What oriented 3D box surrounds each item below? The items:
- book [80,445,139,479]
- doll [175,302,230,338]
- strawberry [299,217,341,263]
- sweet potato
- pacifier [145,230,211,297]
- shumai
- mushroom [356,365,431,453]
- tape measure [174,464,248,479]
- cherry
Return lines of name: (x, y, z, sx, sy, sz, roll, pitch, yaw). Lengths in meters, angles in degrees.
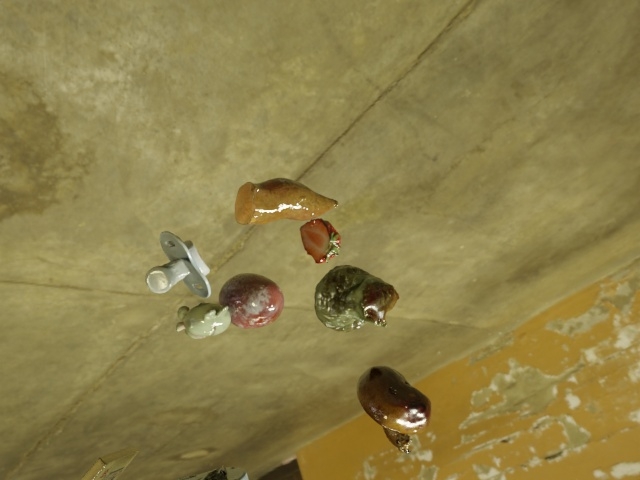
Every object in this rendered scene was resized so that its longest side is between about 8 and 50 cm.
book: (-0.506, 0.550, 1.128, 0.161, 0.026, 0.231, -51, 172, -14)
doll: (-0.350, 0.247, 1.517, 0.155, 0.113, 0.275, -4, 175, -31)
strawberry: (0.000, 0.000, 1.654, 0.082, 0.187, 0.146, 8, 108, -46)
sweet potato: (-0.086, -0.119, 1.449, 0.337, 0.131, 0.131, -8, 149, -38)
pacifier: (-0.509, 0.110, 1.727, 0.227, 0.278, 0.207, -11, -157, 50)
shumai: (0.196, 0.285, 2.322, 0.398, 0.324, 0.323, 22, 167, -42)
mushroom: (0.288, 0.695, 2.071, 0.345, 0.345, 0.259, 17, 107, -48)
tape measure: (-0.251, 0.588, 1.142, 0.181, 0.107, 0.182, -11, 173, -20)
cherry: (-0.262, 0.225, 1.871, 0.236, 0.212, 0.285, -5, 168, -36)
